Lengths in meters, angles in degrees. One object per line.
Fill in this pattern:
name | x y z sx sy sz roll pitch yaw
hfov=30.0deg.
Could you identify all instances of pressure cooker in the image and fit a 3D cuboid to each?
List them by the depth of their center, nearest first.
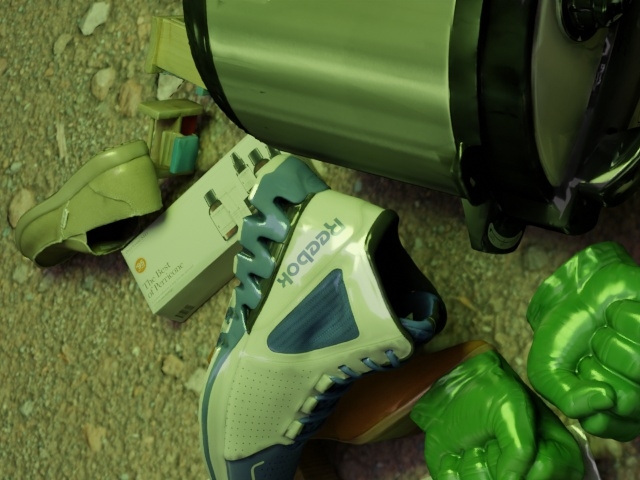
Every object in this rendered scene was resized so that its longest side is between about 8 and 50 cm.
pressure cooker | 0.138 -0.212 1.042 0.421 0.369 0.375 16 50 32

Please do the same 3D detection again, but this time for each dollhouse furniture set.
dollhouse furniture set | -0.116 -0.151 1.364 0.129 0.129 0.183 28 117 34

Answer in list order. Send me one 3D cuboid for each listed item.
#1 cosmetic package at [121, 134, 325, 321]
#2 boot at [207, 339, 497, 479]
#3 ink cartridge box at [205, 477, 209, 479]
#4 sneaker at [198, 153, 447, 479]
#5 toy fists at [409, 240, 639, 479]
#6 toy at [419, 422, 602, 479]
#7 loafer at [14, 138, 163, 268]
cosmetic package | -0.110 -0.021 1.344 0.239 0.060 0.099 -42 58 16
boot | 0.015 0.114 1.197 0.295 0.104 0.211 -40 66 25
ink cartridge box | -0.106 0.356 1.263 0.145 0.045 0.179 -41 78 16
sneaker | 0.009 0.097 1.058 0.182 0.127 0.315 17 107 20
toy fists | 0.194 0.133 1.015 0.279 0.096 0.142 -46 56 22
toy | 0.156 0.272 1.097 0.237 0.056 0.136 -23 66 18
loafer | -0.270 -0.021 1.389 0.268 0.102 0.092 -36 78 48
